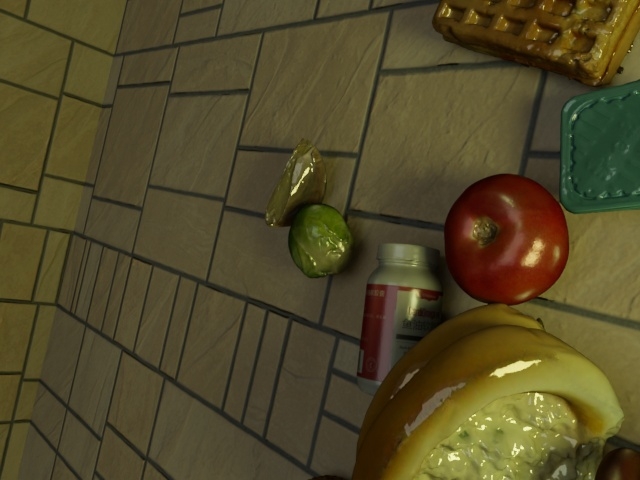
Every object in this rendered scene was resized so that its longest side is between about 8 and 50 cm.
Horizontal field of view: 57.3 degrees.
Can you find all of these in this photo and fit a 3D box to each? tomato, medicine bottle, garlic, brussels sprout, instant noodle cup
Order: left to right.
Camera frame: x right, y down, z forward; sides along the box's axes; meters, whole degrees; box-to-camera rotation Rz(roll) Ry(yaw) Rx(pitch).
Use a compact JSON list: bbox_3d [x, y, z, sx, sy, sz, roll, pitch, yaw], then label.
[{"bbox_3d":[-0.039,-0.109,1.239,0.087,0.101,0.195,35,103,39],"label":"garlic"},{"bbox_3d":[0.003,-0.002,1.164,0.155,0.117,0.155,13,111,39],"label":"brussels sprout"},{"bbox_3d":[0.136,0.135,0.985,0.131,0.131,0.250,2,82,45],"label":"medicine bottle"},{"bbox_3d":[0.275,0.001,0.870,0.195,0.136,0.195,-15,69,46],"label":"tomato"},{"bbox_3d":[0.418,-0.123,0.806,0.157,0.070,0.179,-4,78,46],"label":"instant noodle cup"}]

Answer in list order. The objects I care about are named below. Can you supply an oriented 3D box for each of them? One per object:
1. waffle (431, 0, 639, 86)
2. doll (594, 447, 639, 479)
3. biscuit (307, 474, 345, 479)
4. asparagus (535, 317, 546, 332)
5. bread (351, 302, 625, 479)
[{"bbox_3d":[0.348,-0.386,0.919,0.328,0.098,0.224,39,110,44],"label":"waffle"},{"bbox_3d":[0.439,0.335,0.567,0.340,0.209,0.317,-23,44,43],"label":"doll"},{"bbox_3d":[0.017,0.540,1.061,0.220,0.066,0.220,-10,75,40],"label":"biscuit"},{"bbox_3d":[0.336,0.228,0.837,0.034,0.027,0.236,-28,62,37],"label":"asparagus"},{"bbox_3d":[0.219,0.300,0.810,0.329,0.245,0.423,20,108,4],"label":"bread"}]
